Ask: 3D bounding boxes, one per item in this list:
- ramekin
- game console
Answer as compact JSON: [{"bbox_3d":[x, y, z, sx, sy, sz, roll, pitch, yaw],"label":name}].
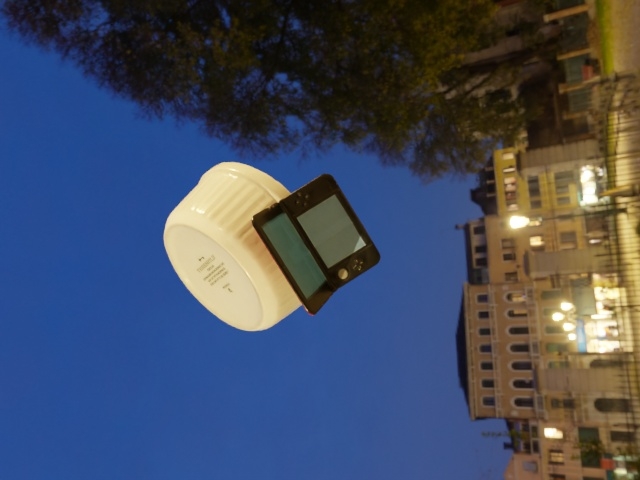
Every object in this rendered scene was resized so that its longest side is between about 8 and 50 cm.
[{"bbox_3d":[-0.129,0.024,0.839,0.127,0.272,0.273,-45,-54,-35],"label":"ramekin"},{"bbox_3d":[0.000,0.000,0.673,0.144,0.124,0.085,58,178,-5],"label":"game console"}]
